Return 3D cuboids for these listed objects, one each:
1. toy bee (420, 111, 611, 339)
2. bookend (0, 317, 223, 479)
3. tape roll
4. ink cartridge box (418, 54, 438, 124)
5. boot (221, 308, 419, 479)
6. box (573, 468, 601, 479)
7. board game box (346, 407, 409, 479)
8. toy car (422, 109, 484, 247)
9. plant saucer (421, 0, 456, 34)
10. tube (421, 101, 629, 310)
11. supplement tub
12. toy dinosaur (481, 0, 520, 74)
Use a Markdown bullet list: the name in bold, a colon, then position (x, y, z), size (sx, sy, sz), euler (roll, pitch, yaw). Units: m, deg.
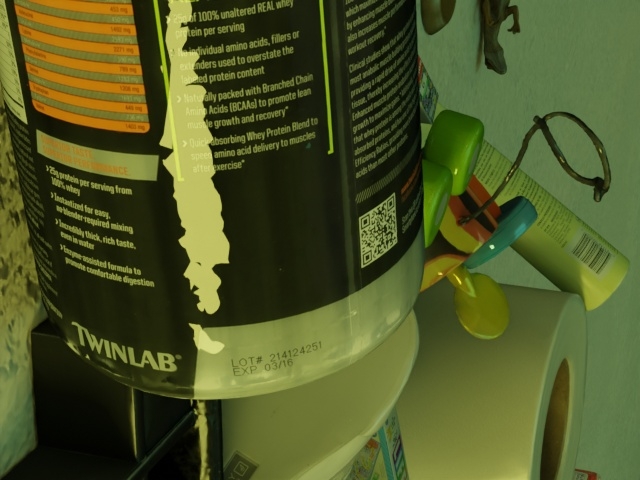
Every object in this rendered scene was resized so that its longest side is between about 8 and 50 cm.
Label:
- **toy bee**: position (0.074, -0.018, 1.184), size (0.162, 0.195, 0.298), euler (-39, 165, -15)
- **bookend**: position (-0.113, 0.109, 0.805), size (0.156, 0.072, 0.157), euler (-43, 136, -62)
- **tape roll**: position (0.127, 0.155, 1.380), size (0.246, 0.169, 0.246), euler (7, 90, -72)
- **ink cartridge box**: position (0.047, -0.125, 1.202), size (0.115, 0.062, 0.029), euler (51, 51, -65)
- **boot**: position (-0.031, 0.143, 0.965), size (0.258, 0.095, 0.123), euler (-49, 162, -9)
- **box**: position (0.204, 0.392, 1.727), size (0.300, 0.154, 0.142), euler (-64, 154, -46)
- **board game box**: position (0.009, 0.158, 1.135), size (0.154, 0.103, 0.026), euler (78, 26, -45)
- **toy car**: position (0.000, 0.000, 1.005), size (0.149, 0.155, 0.188), euler (-52, 157, -57)
- **plant saucer**: position (0.109, -0.226, 1.425), size (0.083, 0.015, 0.083), euler (7, 90, -71)
- **tube**: position (0.167, -0.035, 1.407), size (0.062, 0.240, 0.070), euler (-51, -173, -3)
- **supplement tub**: position (-0.052, -0.104, 0.714), size (0.193, 0.193, 0.316), euler (-57, 150, -52)
- **toy dinosaur**: position (0.188, -0.277, 1.596), size (0.112, 0.064, 0.211), euler (-56, 163, -89)
